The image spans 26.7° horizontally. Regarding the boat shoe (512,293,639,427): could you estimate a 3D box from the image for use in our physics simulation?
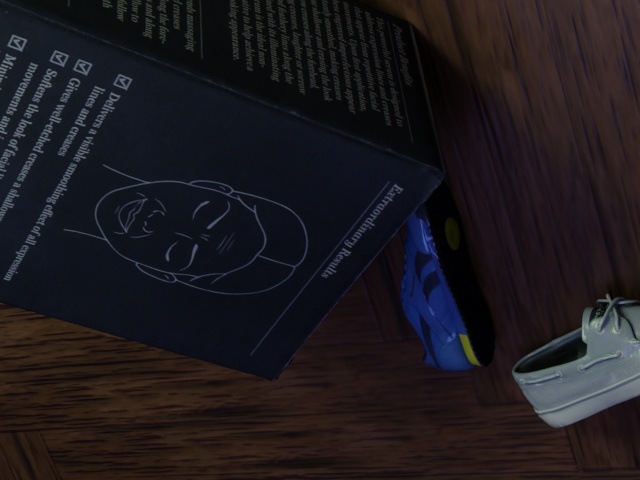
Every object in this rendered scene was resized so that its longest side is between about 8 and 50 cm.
[{"bbox_3d":[0.266,0.096,1.229,0.081,0.079,0.227,45,129,-9],"label":"boat shoe"}]

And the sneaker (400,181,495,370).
[{"bbox_3d":[0.100,0.034,1.280,0.082,0.069,0.209,-5,115,31],"label":"sneaker"}]

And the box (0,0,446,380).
[{"bbox_3d":[-0.145,-0.089,1.136,0.395,0.212,0.293,20,130,-24],"label":"box"}]
